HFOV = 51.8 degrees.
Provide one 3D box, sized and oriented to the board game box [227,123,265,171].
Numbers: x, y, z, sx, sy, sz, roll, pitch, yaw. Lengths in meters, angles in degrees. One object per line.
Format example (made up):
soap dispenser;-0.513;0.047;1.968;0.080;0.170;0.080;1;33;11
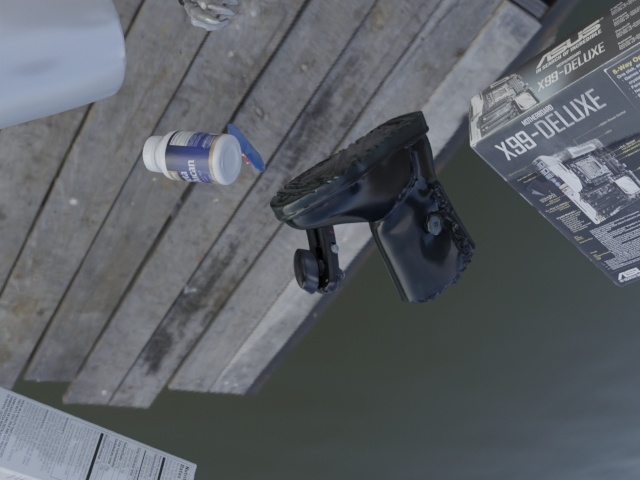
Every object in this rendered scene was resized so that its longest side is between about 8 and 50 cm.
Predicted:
board game box;-0.225;-0.258;1.904;0.033;0.133;0.168;-35;113;14

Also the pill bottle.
pill bottle;-0.242;-0.157;1.236;0.170;0.094;0.094;7;141;21

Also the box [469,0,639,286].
box;0.318;-0.101;0.539;0.242;0.076;0.308;36;134;-25

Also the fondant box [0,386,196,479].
fondant box;-0.382;0.326;0.928;0.238;0.096;0.330;-27;130;38

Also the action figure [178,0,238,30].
action figure;-0.100;-0.250;0.510;0.276;0.141;0.164;-25;146;-36

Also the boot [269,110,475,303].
boot;0.077;-0.012;0.754;0.246;0.094;0.207;-37;109;-38

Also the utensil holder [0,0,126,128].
utensil holder;-0.644;-0.397;1.334;0.386;0.328;0.327;-29;145;-38

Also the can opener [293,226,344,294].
can opener;0.000;0.000;0.994;0.059;0.186;0.073;-22;141;27
